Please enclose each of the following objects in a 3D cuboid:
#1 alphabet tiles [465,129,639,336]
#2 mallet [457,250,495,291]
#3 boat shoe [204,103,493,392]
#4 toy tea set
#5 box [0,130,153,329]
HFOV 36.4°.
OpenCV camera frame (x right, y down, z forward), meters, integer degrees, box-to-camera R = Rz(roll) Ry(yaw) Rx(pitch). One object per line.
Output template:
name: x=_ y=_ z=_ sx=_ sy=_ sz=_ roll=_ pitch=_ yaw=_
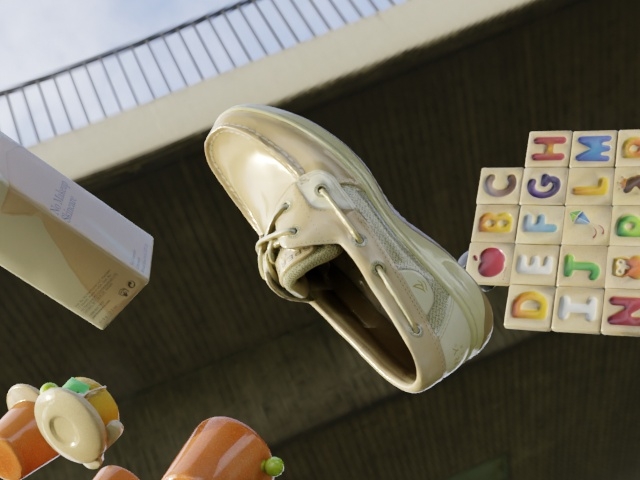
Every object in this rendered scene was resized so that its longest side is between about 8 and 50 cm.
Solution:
alphabet tiles: x=0.355 y=-0.017 z=1.193 sx=0.343 sy=0.285 sz=0.011 roll=1 pitch=-28 yaw=24
mallet: x=0.193 y=0.106 z=1.442 sx=0.062 sy=0.039 sz=0.189 roll=32 pitch=-86 yaw=-18
boat shoe: x=0.000 y=0.000 z=0.791 sx=0.098 sy=0.302 sz=0.109 roll=-30 pitch=-24 yaw=-40
toy tea set: x=-0.191 y=0.224 z=1.012 sx=0.124 sy=0.336 sz=0.200 roll=-42 pitch=-23 yaw=-53
box: x=-0.417 y=-0.018 z=1.484 sx=0.311 sy=0.148 sz=0.121 roll=37 pitch=-70 yaw=-25
